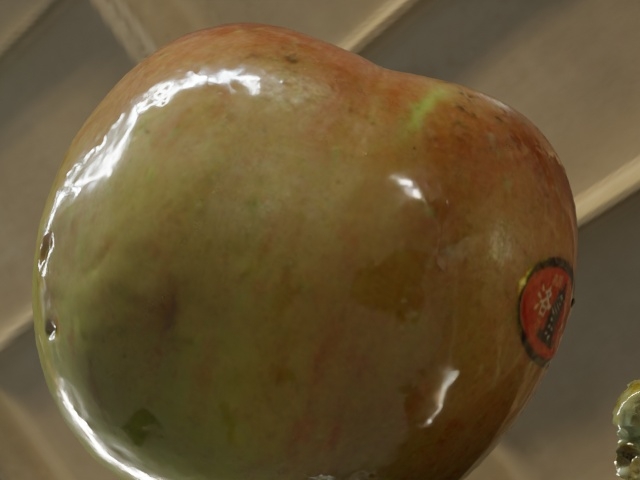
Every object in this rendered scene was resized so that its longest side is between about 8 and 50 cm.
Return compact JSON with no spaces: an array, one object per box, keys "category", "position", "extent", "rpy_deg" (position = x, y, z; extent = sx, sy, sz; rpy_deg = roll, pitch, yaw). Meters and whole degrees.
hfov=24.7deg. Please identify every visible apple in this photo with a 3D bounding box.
[{"category":"apple","position":[-0.010,0.030,0.941],"extent":[0.339,0.338,0.305],"rpy_deg":[18,-89,28]}]

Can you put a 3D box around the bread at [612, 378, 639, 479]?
[{"category":"bread","position":[0.222,0.086,0.577],"extent":[0.196,0.138,0.102],"rpy_deg":[-13,-97,32]}]
